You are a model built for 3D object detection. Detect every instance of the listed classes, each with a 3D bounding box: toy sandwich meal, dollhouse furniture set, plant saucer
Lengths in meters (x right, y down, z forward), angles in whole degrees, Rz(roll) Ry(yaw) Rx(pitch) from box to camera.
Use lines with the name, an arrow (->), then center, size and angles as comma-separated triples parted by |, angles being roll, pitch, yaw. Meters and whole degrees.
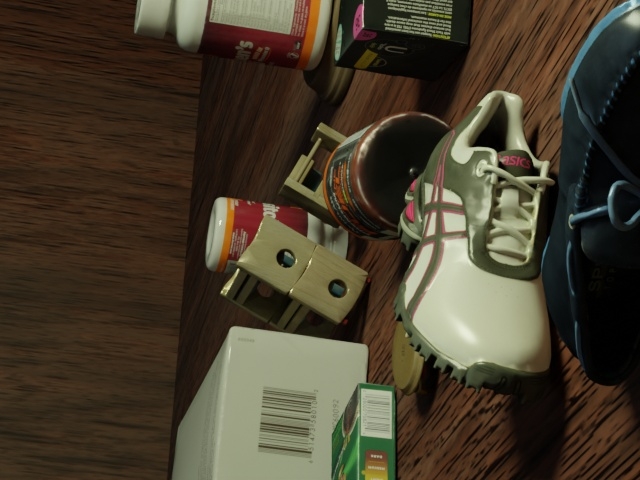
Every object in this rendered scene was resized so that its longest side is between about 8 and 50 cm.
toy sandwich meal -> 0.085, 0.094, 1.518 | 0.085, 0.029, 0.086 | -175, 90, -76
dollhouse furniture set -> 0.000, 0.000, 1.878 | 0.184, 0.129, 0.129 | -60, 2, -20
plant saucer -> 0.020, -0.304, 2.153 | 0.278, 0.041, 0.278 | -172, 90, -79

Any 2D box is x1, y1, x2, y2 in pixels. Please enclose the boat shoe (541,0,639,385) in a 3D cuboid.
boat shoe -> 0.180, -0.019, 0.935 | 0.258, 0.109, 0.089 | 84, 177, -51

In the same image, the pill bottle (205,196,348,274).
pill bottle -> -0.049, 0.002, 1.977 | 0.086, 0.152, 0.086 | -172, 90, -80

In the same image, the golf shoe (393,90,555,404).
golf shoe -> 0.113, 0.000, 1.229 | 0.273, 0.105, 0.120 | -97, 25, -54

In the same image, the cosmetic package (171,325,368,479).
cosmetic package -> -0.068, 0.245, 1.890 | 0.365, 0.155, 0.197 | 120, 157, -66

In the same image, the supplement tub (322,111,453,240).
supplement tub -> 0.061, -0.052, 1.544 | 0.198, 0.106, 0.106 | 162, 116, -79

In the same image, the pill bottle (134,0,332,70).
pill bottle -> -0.104, -0.276, 2.076 | 0.121, 0.221, 0.121 | -172, 90, -80

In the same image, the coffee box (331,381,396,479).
coffee box -> 0.039, 0.237, 1.623 | 0.113, 0.040, 0.184 | 113, 162, -55

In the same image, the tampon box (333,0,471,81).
tampon box -> 0.077, -0.242, 1.600 | 0.120, 0.101, 0.161 | 134, 143, -74
